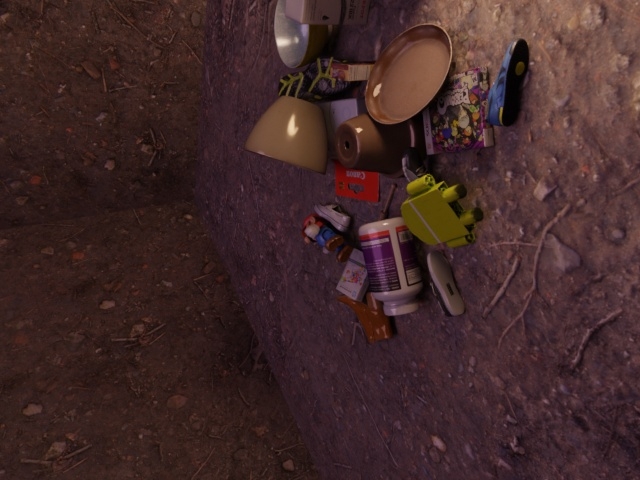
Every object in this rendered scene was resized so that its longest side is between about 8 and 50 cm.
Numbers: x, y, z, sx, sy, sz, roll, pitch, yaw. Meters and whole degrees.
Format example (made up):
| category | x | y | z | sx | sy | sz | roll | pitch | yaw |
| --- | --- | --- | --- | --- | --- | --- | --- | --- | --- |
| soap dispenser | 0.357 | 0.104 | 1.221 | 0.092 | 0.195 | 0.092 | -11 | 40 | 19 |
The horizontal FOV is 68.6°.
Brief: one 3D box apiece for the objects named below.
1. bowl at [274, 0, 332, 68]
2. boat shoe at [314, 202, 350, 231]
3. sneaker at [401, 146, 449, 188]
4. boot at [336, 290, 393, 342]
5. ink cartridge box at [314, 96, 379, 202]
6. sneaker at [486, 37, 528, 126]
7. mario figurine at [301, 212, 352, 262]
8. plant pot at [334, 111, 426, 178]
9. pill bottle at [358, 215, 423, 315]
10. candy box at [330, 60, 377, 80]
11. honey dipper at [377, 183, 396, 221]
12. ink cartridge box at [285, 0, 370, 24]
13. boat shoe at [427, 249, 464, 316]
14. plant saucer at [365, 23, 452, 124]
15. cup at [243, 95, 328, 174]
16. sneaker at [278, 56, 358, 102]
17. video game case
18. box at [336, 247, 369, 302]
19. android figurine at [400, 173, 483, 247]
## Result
| category | x | y | z | sx | sy | sz | roll | pitch | yaw |
| --- | --- | --- | --- | --- | --- | --- | --- | --- | --- |
| bowl | -0.048 | -0.820 | 1.814 | 0.289 | 0.156 | 0.289 | 34 | 130 | 53 |
| boat shoe | 0.060 | -0.117 | 2.013 | 0.226 | 0.083 | 0.076 | 40 | 112 | 41 |
| sneaker | 0.338 | -0.182 | 1.442 | 0.132 | 0.086 | 0.229 | 15 | 136 | 50 |
| boot | 0.176 | 0.314 | 1.932 | 0.295 | 0.104 | 0.211 | -14 | 89 | 58 |
| ink cartridge box | 0.096 | -0.347 | 1.819 | 0.308 | 0.091 | 0.385 | 20 | 117 | 58 |
| sneaker | 0.454 | -0.391 | 1.168 | 0.082 | 0.069 | 0.209 | 42 | 136 | 53 |
| mario figurine | 0.000 | 0.000 | 2.035 | 0.320 | 0.170 | 0.198 | -138 | 39 | -57 |
| plant pot | 0.176 | -0.323 | 1.536 | 0.263 | 0.229 | 0.263 | 34 | 130 | 53 |
| pill bottle | 0.248 | 0.087 | 1.623 | 0.181 | 0.181 | 0.323 | -10 | 92 | 62 |
| candy box | 0.138 | -0.560 | 1.548 | 0.109 | 0.186 | 0.053 | 37 | 132 | 51 |
| honey dipper | 0.243 | -0.137 | 1.701 | 0.030 | 0.030 | 0.161 | 53 | 141 | 38 |
| ink cartridge box | 0.035 | -0.824 | 1.542 | 0.114 | 0.273 | 0.197 | 45 | 139 | 39 |
| boat shoe | 0.384 | 0.141 | 1.506 | 0.070 | 0.077 | 0.219 | -32 | 74 | 59 |
| plant saucer | 0.263 | -0.481 | 1.388 | 0.310 | 0.050 | 0.311 | -22 | 59 | 42 |
| cup | -0.106 | -0.412 | 1.798 | 0.331 | 0.331 | 0.237 | 27 | 102 | 55 |
| sneaker | 0.007 | -0.622 | 1.833 | 0.384 | 0.147 | 0.145 | 5 | 104 | 42 |
| video game case | 0.383 | -0.359 | 1.337 | 0.232 | 0.042 | 0.210 | 9 | 109 | 60 |
| box | 0.148 | 0.137 | 1.884 | 0.145 | 0.038 | 0.186 | 26 | 93 | 56 |
| android figurine | 0.350 | -0.077 | 1.408 | 0.248 | 0.056 | 0.273 | 51 | 151 | -7 |
